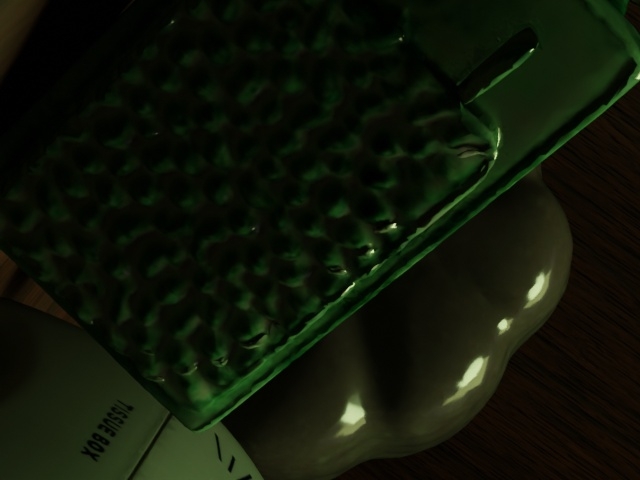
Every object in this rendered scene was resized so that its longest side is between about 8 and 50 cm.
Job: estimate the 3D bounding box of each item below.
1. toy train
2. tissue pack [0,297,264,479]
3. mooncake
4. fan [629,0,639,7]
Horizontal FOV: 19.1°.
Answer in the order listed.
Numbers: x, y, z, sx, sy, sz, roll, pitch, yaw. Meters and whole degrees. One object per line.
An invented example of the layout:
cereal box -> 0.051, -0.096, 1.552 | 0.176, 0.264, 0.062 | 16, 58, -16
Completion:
toy train -> 0.006, -0.072, 0.716 | 0.266, 0.145, 0.202 | -41, -170, 30
tissue pack -> -0.145, 0.187, 0.898 | 0.229, 0.236, 0.333 | -54, -178, 16
mooncake -> 0.000, 0.000, 1.149 | 0.306, 0.306, 0.154 | -55, 176, -3
fan -> 0.120, -0.189, 1.074 | 0.012, 0.294, 0.223 | 82, 19, -50
